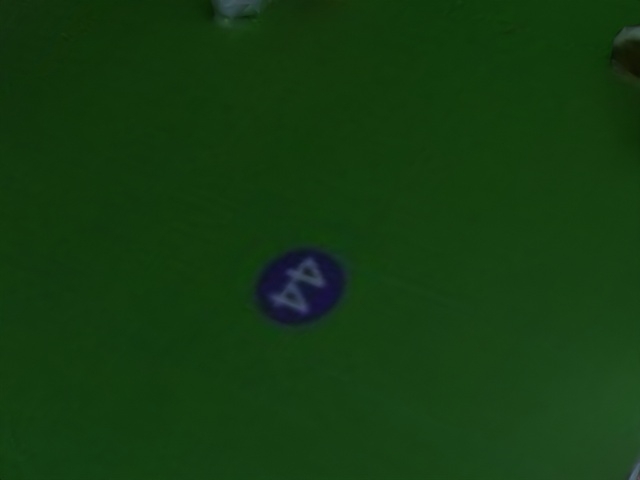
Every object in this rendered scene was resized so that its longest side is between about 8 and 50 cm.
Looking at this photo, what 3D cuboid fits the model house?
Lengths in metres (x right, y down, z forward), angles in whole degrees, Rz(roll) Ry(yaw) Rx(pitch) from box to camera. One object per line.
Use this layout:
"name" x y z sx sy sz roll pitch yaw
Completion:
"model house" 0.031 0.032 0.514 0.242 0.358 0.313 20 154 23
